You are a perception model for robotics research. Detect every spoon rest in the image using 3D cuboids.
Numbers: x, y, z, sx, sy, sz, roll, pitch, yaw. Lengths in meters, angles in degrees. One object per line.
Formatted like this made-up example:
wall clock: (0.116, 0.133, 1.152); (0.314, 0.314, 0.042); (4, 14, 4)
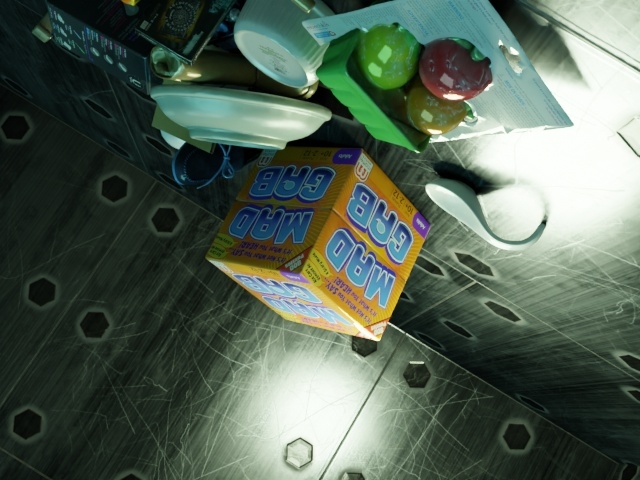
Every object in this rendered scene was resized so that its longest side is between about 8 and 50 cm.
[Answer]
spoon rest: (0.353, -0.055, 1.829); (0.276, 0.084, 0.137); (27, 166, 17)

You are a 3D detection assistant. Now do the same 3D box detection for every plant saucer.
plant saucer: (-0.179, -0.263, 1.821); (0.400, 0.100, 0.400); (7, -177, 0)

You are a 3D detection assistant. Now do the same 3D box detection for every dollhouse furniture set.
dollhouse furniture set: (-0.572, -0.509, 2.078); (0.242, 0.161, 0.212); (40, 170, -24)

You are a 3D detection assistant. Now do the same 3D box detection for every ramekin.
ramekin: (-0.063, -0.377, 1.532); (0.207, 0.109, 0.207); (30, 167, 8)

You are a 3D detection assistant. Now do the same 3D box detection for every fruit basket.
fruit basket: (0.186, -0.277, 1.326); (0.353, 0.165, 0.327); (-5, 144, 44)

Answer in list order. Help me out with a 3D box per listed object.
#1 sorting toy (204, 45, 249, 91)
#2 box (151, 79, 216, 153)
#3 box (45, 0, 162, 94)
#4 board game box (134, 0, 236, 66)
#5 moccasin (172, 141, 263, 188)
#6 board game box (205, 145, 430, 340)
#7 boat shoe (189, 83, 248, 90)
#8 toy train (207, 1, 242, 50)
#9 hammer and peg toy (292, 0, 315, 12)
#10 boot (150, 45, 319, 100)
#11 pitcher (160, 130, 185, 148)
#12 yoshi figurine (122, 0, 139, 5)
sorting toy: (-0.262, -0.424, 2.007); (0.193, 0.038, 0.208); (26, 162, 23)
box: (-0.326, -0.330, 2.067); (0.201, 0.164, 0.021); (26, -163, 25)
box: (-0.459, -0.485, 1.878); (0.270, 0.165, 0.143); (31, 153, 7)
board game box: (-0.246, -0.437, 1.559); (0.126, 0.186, 0.026); (32, 169, 2)
moccasin: (-0.248, -0.240, 2.173); (0.117, 0.342, 0.138); (7, 120, 32)
board game box: (0.000, 0.000, 2.156); (0.356, 0.356, 0.356); (7, 153, 44)
boat shoe: (-0.243, -0.357, 1.942); (0.076, 0.083, 0.226); (43, 160, -25)
toy train: (-0.190, -0.436, 1.690); (0.105, 0.080, 0.184); (32, 169, -27)
hammer and peg toy: (-0.042, -0.465, 1.115); (0.266, 0.127, 0.361); (35, 167, -21)
boot: (-0.171, -0.340, 1.664); (0.269, 0.089, 0.236); (-2, -169, -39)
pitcher: (-0.371, -0.341, 2.424); (0.207, 0.125, 0.178); (14, 140, 26)
yoshi figurine: (-0.435, -0.599, 1.472); (0.362, 0.203, 0.203); (34, -173, -5)
